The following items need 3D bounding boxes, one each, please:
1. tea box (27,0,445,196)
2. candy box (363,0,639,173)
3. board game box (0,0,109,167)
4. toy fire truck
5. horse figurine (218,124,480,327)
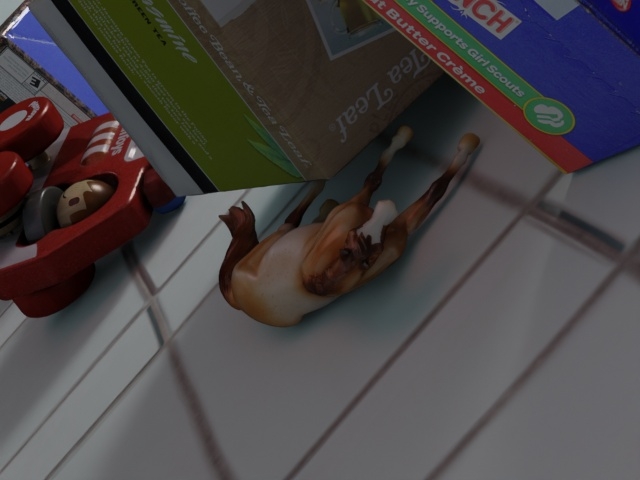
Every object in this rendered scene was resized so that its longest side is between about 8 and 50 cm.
[{"bbox_3d":[-0.011,-0.221,1.097,0.329,0.220,0.323,-44,18,-21],"label":"tea box"},{"bbox_3d":[0.137,-0.242,0.809,0.122,0.268,0.317,-30,26,51],"label":"candy box"},{"bbox_3d":[-0.403,-0.166,1.900,0.291,0.232,0.141,-34,23,36],"label":"board game box"},{"bbox_3d":[-0.254,-0.062,1.518,0.254,0.169,0.302,-20,30,20],"label":"toy fire truck"},{"bbox_3d":[0.000,0.000,0.958,0.263,0.066,0.174,-20,28,51],"label":"horse figurine"}]
